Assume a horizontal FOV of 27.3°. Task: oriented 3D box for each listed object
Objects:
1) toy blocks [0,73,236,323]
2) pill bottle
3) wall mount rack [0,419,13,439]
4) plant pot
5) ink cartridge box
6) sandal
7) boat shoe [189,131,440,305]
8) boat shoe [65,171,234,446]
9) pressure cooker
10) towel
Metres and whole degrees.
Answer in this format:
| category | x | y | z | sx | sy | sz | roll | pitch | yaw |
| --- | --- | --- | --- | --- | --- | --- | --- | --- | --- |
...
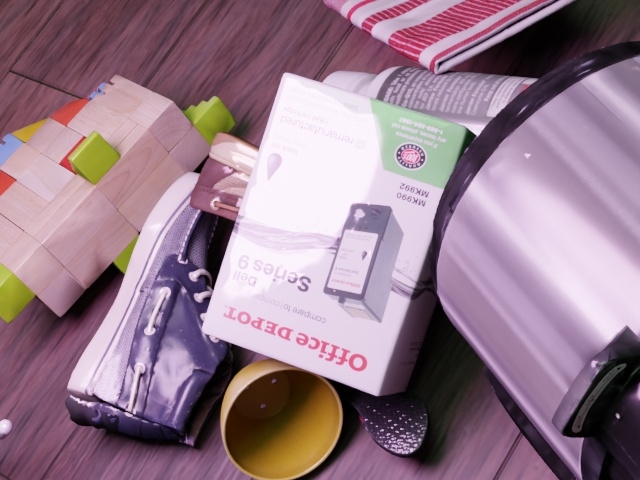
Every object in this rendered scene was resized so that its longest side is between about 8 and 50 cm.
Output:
| category | x | y | z | sx | sy | sz | roll | pitch | yaw |
| --- | --- | --- | --- | --- | --- | --- | --- | --- | --- |
| toy blocks | -0.328 | -0.079 | 1.717 | 0.381 | 0.191 | 0.261 | -49 | 42 | -12 |
| pill bottle | 0.139 | -0.116 | 1.520 | 0.283 | 0.161 | 0.161 | 10 | 64 | 29 |
| wall mount rack | -0.480 | 0.334 | 1.526 | 0.304 | 0.130 | 0.350 | -5 | 59 | 21 |
| plant pot | -0.053 | 0.183 | 1.448 | 0.134 | 0.134 | 0.095 | -38 | 25 | -3 |
| ink cartridge box | 0.027 | -0.003 | 1.386 | 0.211 | 0.121 | 0.289 | 18 | 92 | 17 |
| sandal | 0.066 | 0.182 | 1.444 | 0.067 | 0.040 | 0.179 | -39 | 37 | -10 |
| boat shoe | 0.000 | 0.000 | 1.516 | 0.342 | 0.123 | 0.123 | 29 | 92 | 13 |
| boat shoe | -0.155 | 0.086 | 1.564 | 0.158 | 0.127 | 0.341 | 17 | 69 | 18 |
| pressure cooker | 0.337 | 0.068 | 1.179 | 0.370 | 0.375 | 0.420 | -35 | 51 | -4 |
| towel | 0.163 | -0.312 | 1.622 | 0.237 | 0.037 | 0.329 | -30 | 31 | -8 |
